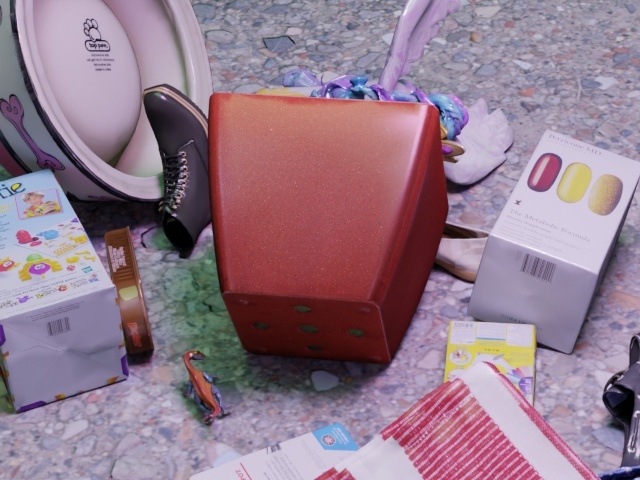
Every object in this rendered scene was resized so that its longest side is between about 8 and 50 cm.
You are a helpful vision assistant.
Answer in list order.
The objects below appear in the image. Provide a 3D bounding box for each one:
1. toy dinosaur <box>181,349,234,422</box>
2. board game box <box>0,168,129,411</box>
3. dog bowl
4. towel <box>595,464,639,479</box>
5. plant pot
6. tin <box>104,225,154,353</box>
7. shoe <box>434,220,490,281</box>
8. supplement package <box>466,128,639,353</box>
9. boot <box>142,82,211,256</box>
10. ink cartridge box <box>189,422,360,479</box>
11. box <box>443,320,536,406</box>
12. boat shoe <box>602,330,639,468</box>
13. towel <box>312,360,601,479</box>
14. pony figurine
[{"bbox_3d":[-0.131,0.162,1.836,0.047,0.090,0.082,-27,86,-15],"label":"toy dinosaur"},{"bbox_3d":[-0.347,0.055,1.940,0.144,0.142,0.275,-16,38,-17],"label":"board game box"},{"bbox_3d":[-0.320,-0.234,2.151,0.150,0.408,0.408,-14,28,31],"label":"dog bowl"},{"bbox_3d":[0.201,0.249,1.545,0.336,0.243,0.040,-6,77,-22],"label":"towel"},{"bbox_3d":[0.000,0.000,1.883,0.267,0.267,0.236,4,64,10],"label":"plant pot"},{"bbox_3d":[-0.234,0.061,1.956,0.040,0.106,0.189,-15,36,-4],"label":"tin"},{"bbox_3d":[0.130,-0.011,2.064,0.219,0.058,0.076,19,41,28],"label":"shoe"},{"bbox_3d":[0.289,-0.004,1.959,0.139,0.134,0.244,21,41,11],"label":"supplement package"},{"bbox_3d":[-0.188,-0.092,2.092,0.077,0.198,0.137,-14,31,33],"label":"boot"},{"bbox_3d":[-0.037,0.270,1.686,0.180,0.060,0.104,-17,39,-19],"label":"ink cartridge box"},{"bbox_3d":[0.193,0.163,1.833,0.105,0.043,0.179,3,34,8],"label":"box"},{"bbox_3d":[0.349,0.180,1.769,0.076,0.080,0.228,7,44,-1],"label":"boat shoe"},{"bbox_3d":[0.073,0.261,1.333,0.329,0.037,0.237,-35,46,-5],"label":"towel"},{"bbox_3d":[0.088,-0.173,2.149,0.363,0.303,0.351,-5,30,35],"label":"pony figurine"}]
